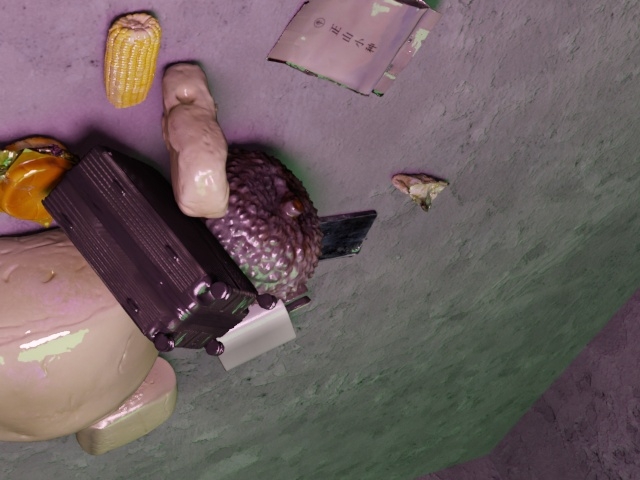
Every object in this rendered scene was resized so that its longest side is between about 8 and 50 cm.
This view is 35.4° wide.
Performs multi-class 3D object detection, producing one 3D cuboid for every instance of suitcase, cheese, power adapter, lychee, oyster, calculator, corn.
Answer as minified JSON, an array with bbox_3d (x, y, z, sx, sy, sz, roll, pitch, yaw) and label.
[{"bbox_3d":[-0.255,0.016,1.601,0.152,0.335,0.229,-43,163,7],"label":"suitcase"},{"bbox_3d":[-0.200,-0.155,1.601,0.093,0.262,0.159,-8,144,-10],"label":"cheese"},{"bbox_3d":[-0.141,0.177,2.304,0.255,0.124,0.187,-24,151,-6],"label":"power adapter"},{"bbox_3d":[-0.141,-0.015,1.831,0.300,0.300,0.300,-21,150,-13],"label":"lychee"},{"bbox_3d":[0.229,-0.120,2.251,0.106,0.061,0.200,-48,153,-3],"label":"oyster"},{"bbox_3d":[0.000,0.000,2.255,0.262,0.021,0.161,-8,144,-32],"label":"calculator"},{"bbox_3d":[-0.291,-0.274,1.545,0.085,0.063,0.165,-40,162,-34],"label":"corn"}]

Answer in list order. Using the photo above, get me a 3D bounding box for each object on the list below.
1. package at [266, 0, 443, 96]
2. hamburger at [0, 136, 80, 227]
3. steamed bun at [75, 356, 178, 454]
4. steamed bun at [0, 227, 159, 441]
[{"bbox_3d":[0.057,-0.354,1.728,0.251,0.062,0.204,12,133,-32],"label":"package"},{"bbox_3d":[-0.466,-0.104,1.623,0.164,0.093,0.189,-38,151,10],"label":"hamburger"},{"bbox_3d":[-0.453,0.367,2.303,0.250,0.154,0.200,-24,154,-21],"label":"steamed bun"},{"bbox_3d":[-0.502,0.175,1.827,0.456,0.289,0.371,-19,148,-18],"label":"steamed bun"}]
